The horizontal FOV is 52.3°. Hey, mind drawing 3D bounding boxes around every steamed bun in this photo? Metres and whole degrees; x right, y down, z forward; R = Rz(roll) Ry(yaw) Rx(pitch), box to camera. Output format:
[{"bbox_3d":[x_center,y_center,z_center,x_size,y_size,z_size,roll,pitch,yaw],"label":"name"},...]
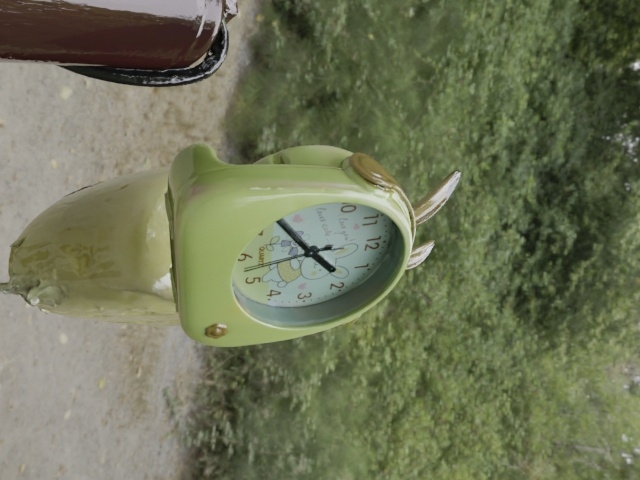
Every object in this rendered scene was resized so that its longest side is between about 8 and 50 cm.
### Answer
[{"bbox_3d":[-0.188,0.007,0.718,0.273,0.232,0.166,22,67,-59],"label":"steamed bun"}]

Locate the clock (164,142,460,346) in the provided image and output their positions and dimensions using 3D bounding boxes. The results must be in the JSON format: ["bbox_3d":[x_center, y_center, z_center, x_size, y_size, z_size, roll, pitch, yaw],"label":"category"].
[{"bbox_3d":[0.000,0.000,0.510,0.069,0.232,0.170,-112,-157,-44],"label":"clock"}]

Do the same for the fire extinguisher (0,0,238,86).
[{"bbox_3d":[-0.166,-0.159,0.366,0.341,0.105,0.141,-16,90,-51],"label":"fire extinguisher"}]
